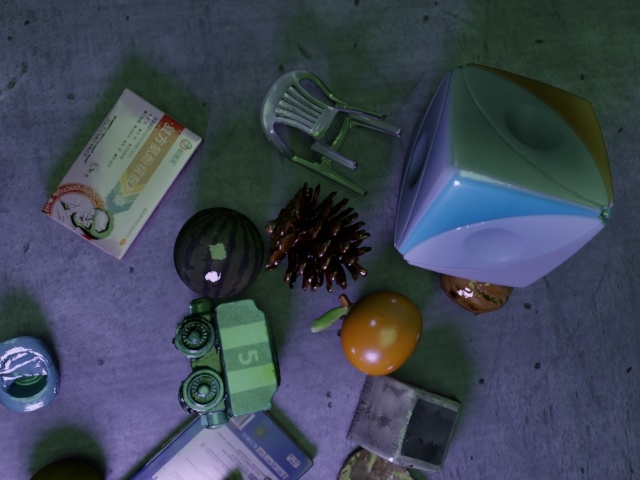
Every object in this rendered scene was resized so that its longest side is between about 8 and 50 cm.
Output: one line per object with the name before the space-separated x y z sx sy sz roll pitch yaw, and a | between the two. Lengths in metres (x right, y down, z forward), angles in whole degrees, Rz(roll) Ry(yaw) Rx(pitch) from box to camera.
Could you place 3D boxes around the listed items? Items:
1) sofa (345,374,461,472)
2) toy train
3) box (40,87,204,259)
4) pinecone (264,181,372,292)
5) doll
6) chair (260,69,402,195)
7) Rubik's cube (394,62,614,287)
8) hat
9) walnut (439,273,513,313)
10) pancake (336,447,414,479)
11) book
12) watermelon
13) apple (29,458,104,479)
sofa | 0.217 0.458 1.355 0.225 0.176 0.210 25 79 -35
toy train | -0.221 0.277 1.259 0.238 0.167 0.298 -8 82 -12
box | -0.466 -0.157 1.278 0.214 0.069 0.353 34 89 -6
pinecone | -0.003 0.009 1.252 0.264 0.264 0.264 0 91 -7
doll | 0.123 0.204 1.295 0.236 0.213 0.213 37 87 8
chair | 0.019 -0.268 1.276 0.275 0.190 0.203 27 87 22
Rubik's cube | 0.380 -0.131 1.183 0.352 0.351 0.347 16 56 -7
hat | -0.691 0.302 1.254 0.138 0.078 0.190 -11 105 -20
walnut | 0.396 0.105 1.344 0.184 0.155 0.155 35 87 -6
pancake | 0.150 0.646 1.379 0.236 0.042 0.222 40 84 -4
book | -0.268 0.599 1.330 0.428 0.039 0.300 -42 95 -4
watermelon | -0.233 0.026 1.236 0.212 0.212 0.212 0 91 -7
apple | -0.596 0.610 1.235 0.197 0.157 0.196 0 91 -12
